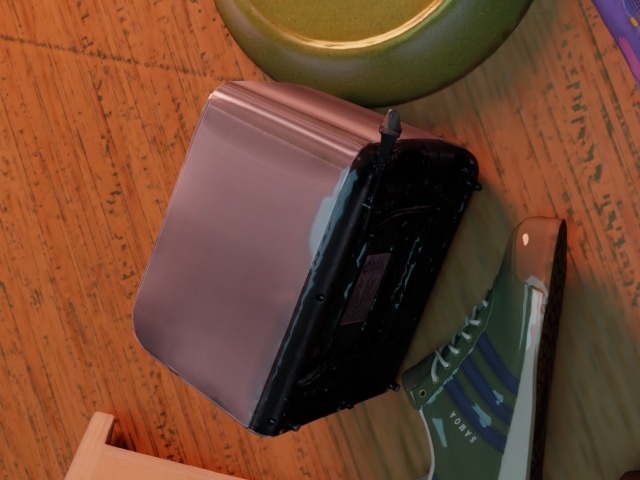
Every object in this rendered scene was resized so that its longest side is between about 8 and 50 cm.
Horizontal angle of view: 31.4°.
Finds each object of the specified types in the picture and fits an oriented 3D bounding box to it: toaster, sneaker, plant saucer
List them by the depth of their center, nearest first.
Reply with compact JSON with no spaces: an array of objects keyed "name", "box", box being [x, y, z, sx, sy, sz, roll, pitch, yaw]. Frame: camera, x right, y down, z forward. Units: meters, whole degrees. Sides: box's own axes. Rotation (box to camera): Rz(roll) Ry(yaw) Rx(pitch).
[{"name":"toaster","box":[0.000,0.000,0.634,0.110,0.168,0.185,27,105,23]},{"name":"sneaker","box":[0.087,0.078,0.653,0.086,0.064,0.192,8,100,20]},{"name":"plant saucer","box":[0.022,-0.201,0.685,0.241,0.037,0.241,1,93,26]}]

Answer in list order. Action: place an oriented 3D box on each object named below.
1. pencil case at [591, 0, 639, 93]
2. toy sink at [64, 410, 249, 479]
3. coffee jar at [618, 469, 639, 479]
[{"name":"pencil case","box":[0.174,-0.155,0.563,0.119,0.133,0.306,-32,78,46]},{"name":"toy sink","box":[-0.109,0.226,0.707,0.131,0.234,0.153,15,100,-6]},{"name":"coffee jar","box":[0.237,0.176,0.580,0.184,0.079,0.096,7,99,24]}]
